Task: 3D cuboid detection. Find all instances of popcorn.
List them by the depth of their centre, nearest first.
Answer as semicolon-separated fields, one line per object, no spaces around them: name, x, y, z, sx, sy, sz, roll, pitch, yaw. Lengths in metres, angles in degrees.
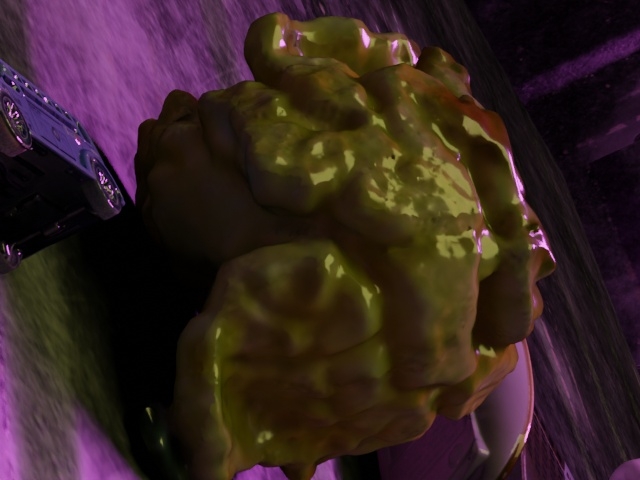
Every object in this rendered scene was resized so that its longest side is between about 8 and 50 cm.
popcorn;0.008;-0.003;1.157;0.293;0.237;0.293;-22;90;-82

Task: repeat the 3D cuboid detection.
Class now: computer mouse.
computer mouse;0.096;0.120;1.540;0.072;0.158;0.310;25;30;-23

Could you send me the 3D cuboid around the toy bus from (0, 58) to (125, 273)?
toy bus;-0.158;-0.043;0.909;0.076;0.073;0.167;66;8;20

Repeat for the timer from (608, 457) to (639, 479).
timer;0.402;0.374;2.338;0.233;0.240;0.233;172;-90;-76

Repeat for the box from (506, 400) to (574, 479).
box;0.230;0.279;2.020;0.180;0.047;0.325;62;11;-13
